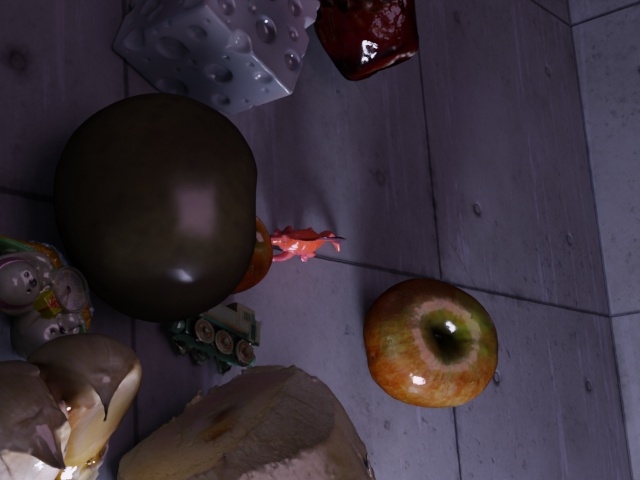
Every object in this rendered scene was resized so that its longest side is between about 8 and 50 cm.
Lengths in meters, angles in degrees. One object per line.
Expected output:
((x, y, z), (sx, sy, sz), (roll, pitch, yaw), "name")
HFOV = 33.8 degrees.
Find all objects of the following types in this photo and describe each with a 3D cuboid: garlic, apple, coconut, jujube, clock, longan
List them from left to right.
((-0.420, 0.090, 1.552), (0.231, 0.103, 0.144), (62, 30, -20), "clock")
((-0.370, 0.244, 1.413), (0.286, 0.313, 0.249), (-8, 58, -17), "garlic")
((-0.252, -0.053, 1.659), (0.361, 0.361, 0.361), (22, 62, -48), "longan")
((-0.168, 0.019, 1.884), (0.163, 0.139, 0.163), (43, 34, -40), "apple")
((-0.090, 0.424, 1.641), (0.405, 0.405, 0.404), (22, 62, -48), "coconut")
((0.096, -0.540, 2.341), (0.258, 0.258, 0.376), (2, 82, -52), "jujube")
((0.223, 0.225, 2.255), (0.309, 0.250, 0.277), (36, 64, -14), "apple")

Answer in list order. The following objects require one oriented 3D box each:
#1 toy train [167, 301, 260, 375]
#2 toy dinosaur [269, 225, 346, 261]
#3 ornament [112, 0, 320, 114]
((-0.189, 0.157, 1.860), (0.194, 0.081, 0.125), (33, 43, -39), "toy train")
((0.004, -0.001, 2.107), (0.286, 0.139, 0.070), (1, 78, -53), "toy dinosaur")
((-0.184, -0.392, 1.907), (0.239, 0.240, 0.239), (43, 48, -36), "ornament")
